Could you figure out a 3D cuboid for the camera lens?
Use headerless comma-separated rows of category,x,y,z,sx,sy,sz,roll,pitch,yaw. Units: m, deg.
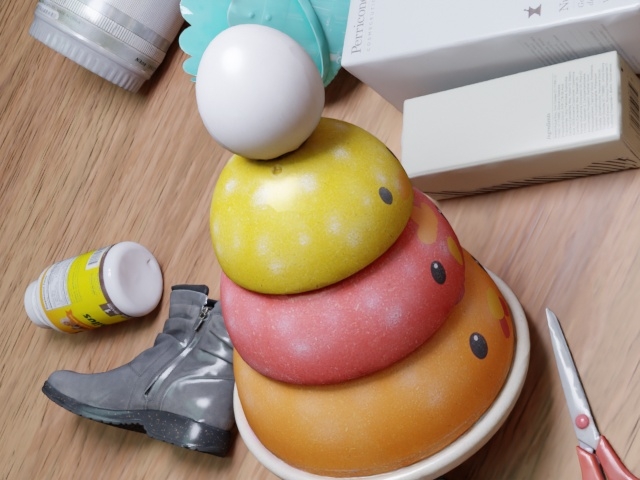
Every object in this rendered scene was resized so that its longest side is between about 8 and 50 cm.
camera lens,-0.325,-0.409,1.574,0.219,0.219,0.274,33,95,39

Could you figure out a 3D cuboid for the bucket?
bucket,-0.073,-0.335,1.323,0.281,0.183,0.281,-175,90,-68

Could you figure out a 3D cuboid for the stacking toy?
stacking toy,0.000,0.000,0.974,0.350,0.480,0.350,-15,40,13

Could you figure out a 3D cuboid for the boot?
boot,-0.235,0.169,1.385,0.338,0.118,0.223,9,76,27

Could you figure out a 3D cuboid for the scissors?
scissors,0.279,0.216,1.027,0.109,0.021,0.297,-41,56,20

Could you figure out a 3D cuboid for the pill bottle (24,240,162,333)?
pill bottle,-0.358,0.079,1.490,0.215,0.117,0.117,-15,65,32

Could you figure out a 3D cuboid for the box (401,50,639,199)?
box,0.235,-0.129,1.138,0.275,0.094,0.113,-7,69,35

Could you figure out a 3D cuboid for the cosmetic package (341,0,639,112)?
cosmetic package,0.230,-0.303,1.164,0.385,0.156,0.217,-5,70,35

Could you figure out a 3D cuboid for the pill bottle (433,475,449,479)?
pill bottle,0.102,0.315,1.054,0.245,0.130,0.130,20,86,40
